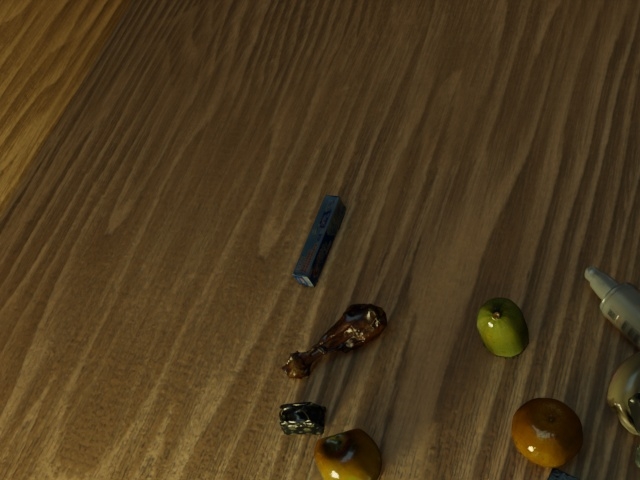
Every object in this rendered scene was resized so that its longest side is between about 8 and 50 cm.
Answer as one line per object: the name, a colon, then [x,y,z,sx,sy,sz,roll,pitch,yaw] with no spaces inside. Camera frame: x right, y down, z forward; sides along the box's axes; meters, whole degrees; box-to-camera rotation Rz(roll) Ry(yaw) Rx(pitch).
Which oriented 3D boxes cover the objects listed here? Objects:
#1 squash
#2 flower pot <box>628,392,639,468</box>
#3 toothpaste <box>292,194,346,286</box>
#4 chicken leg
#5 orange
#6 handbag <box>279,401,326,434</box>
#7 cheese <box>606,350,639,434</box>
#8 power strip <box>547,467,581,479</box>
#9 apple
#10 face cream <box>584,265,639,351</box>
squash: [0.426,0.199,1.928,0.123,0.187,0.123,-10,61,18]
flower pot: [0.762,0.409,1.594,0.299,0.299,0.283,-26,60,4]
toothpaste: [0.000,0.000,2.312,0.053,0.066,0.272,9,62,27]
chicken leg: [0.033,0.257,2.101,0.304,0.113,0.093,-31,30,4]
orange: [0.495,0.423,1.784,0.154,0.134,0.155,1,45,-1]
handbag: [-0.058,0.430,1.997,0.115,0.139,0.072,-5,64,18]
cheese: [0.745,0.289,1.762,0.286,0.163,0.082,-39,16,-12]
power strip: [0.544,0.529,1.746,0.111,0.029,0.038,22,67,30]
apple: [0.064,0.505,1.889,0.146,0.147,0.163,-29,50,1]
face cream: [0.708,0.153,1.890,0.101,0.101,0.252,-34,51,-2]
